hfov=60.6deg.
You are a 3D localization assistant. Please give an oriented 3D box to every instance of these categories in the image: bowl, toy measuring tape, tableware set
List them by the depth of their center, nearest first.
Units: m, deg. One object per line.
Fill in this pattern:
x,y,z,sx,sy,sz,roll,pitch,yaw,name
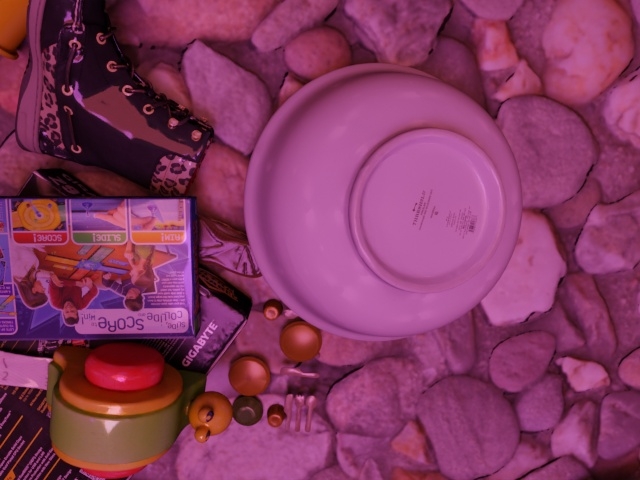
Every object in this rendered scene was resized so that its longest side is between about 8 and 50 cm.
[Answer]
-0.246,0.144,0.496,0.331,0.121,0.121,9,98,-4,toy measuring tape
0.079,-0.030,0.525,0.298,0.134,0.297,-1,97,-12,bowl
-0.052,0.145,0.629,0.104,0.024,0.153,5,100,0,tableware set

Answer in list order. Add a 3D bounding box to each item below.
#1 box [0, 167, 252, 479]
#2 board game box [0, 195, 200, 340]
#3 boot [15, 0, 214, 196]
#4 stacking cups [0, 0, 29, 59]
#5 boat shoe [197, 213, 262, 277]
-0.268,0.126,0.587,0.257,0.079,0.321,36,95,-6,box
-0.219,0.026,0.518,0.202,0.035,0.136,0,99,-3,board game box
-0.179,-0.154,0.523,0.179,0.085,0.236,25,122,-9,boot
-0.229,-0.321,0.510,0.096,0.096,0.316,42,95,-8,stacking cups
-0.119,0.002,0.589,0.136,0.045,0.050,28,93,-10,boat shoe
